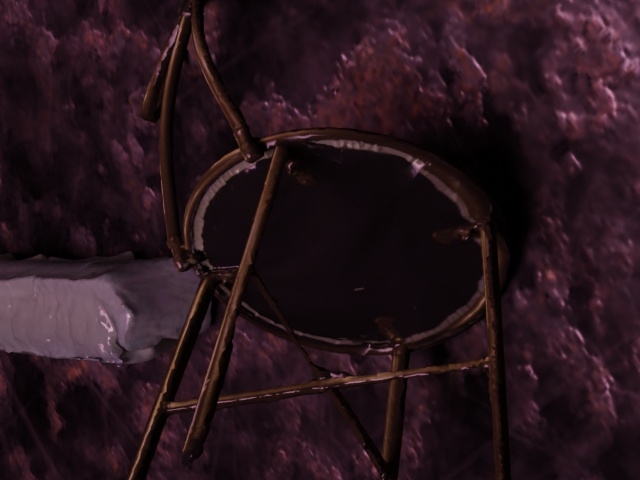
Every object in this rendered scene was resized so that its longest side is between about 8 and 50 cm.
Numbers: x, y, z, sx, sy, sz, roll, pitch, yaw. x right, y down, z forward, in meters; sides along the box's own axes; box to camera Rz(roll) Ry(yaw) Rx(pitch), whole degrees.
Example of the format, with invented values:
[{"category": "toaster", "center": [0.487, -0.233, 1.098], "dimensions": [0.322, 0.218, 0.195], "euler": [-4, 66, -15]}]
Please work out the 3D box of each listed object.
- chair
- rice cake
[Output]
[{"category": "chair", "center": [0.000, 0.000, 0.659], "dimensions": [0.160, 0.170, 0.326], "euler": [124, 161, -47]}, {"category": "rice cake", "center": [-0.190, 0.039, 0.928], "dimensions": [0.336, 0.066, 0.063], "euler": [2, 105, 46]}]
